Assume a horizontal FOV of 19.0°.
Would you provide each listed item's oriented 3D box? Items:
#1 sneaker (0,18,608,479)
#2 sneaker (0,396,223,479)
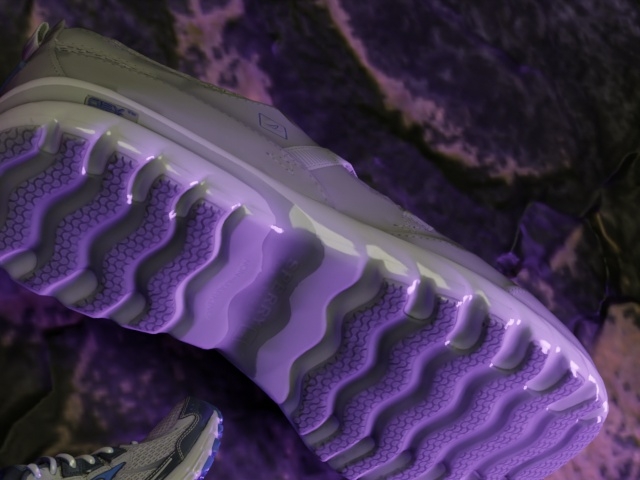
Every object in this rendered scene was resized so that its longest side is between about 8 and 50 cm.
[{"bbox_3d":[0.000,0.000,0.728,0.281,0.105,0.115,33,32,-25],"label":"sneaker"},{"bbox_3d":[-0.085,0.093,0.666,0.058,0.052,0.135,42,51,2],"label":"sneaker"}]
